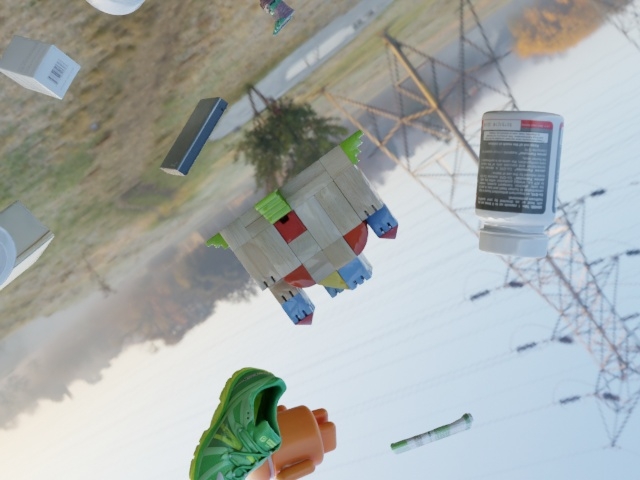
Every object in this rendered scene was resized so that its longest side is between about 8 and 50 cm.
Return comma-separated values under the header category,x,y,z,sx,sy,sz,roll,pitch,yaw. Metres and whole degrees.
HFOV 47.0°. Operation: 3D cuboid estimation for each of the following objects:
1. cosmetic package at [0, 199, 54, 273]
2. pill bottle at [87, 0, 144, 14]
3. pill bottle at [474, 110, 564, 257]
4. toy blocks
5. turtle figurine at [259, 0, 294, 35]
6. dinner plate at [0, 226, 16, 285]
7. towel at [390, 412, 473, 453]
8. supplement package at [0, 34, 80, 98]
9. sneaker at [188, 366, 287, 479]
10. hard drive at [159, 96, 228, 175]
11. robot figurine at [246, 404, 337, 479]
category,x,y,z,sx,sy,sz,roll,pitch,yaw
cosmetic package,-0.711,0.068,1.504,0.160,0.113,0.309,-35,-167,49
pill bottle,-0.225,-0.380,0.913,0.131,0.131,0.229,-41,-169,-36
pill bottle,0.396,-0.114,1.486,0.161,0.283,0.161,4,-174,0
toy blocks,0.000,0.000,1.442,0.381,0.261,0.191,-35,-176,10
turtle figurine,-0.154,-0.514,1.460,0.118,0.234,0.175,-44,-170,20
dinner plate,-0.589,0.037,1.268,0.017,0.141,0.141,23,-130,35
towel,0.198,0.345,1.317,0.152,0.023,0.113,-20,157,1
supplement package,-0.737,-0.453,1.920,0.105,0.179,0.105,39,76,-55
sneaker,-0.139,0.358,1.290,0.123,0.109,0.295,-4,-125,32
hard drive,-0.204,-0.166,1.182,0.094,0.022,0.135,14,-107,60
robot figurine,-0.078,0.408,1.477,0.219,0.158,0.128,-14,161,-18
